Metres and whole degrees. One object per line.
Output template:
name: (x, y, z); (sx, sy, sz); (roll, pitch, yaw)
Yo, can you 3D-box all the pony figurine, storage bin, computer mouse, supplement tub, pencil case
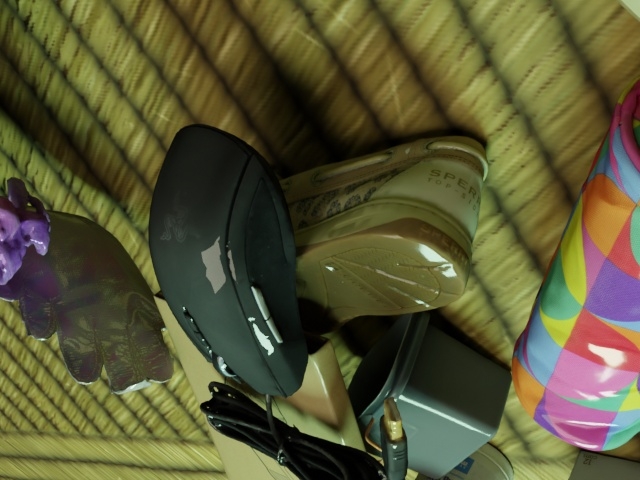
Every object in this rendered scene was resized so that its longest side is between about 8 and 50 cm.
pony figurine: (-0.301, -0.021, 0.800); (0.363, 0.302, 0.351); (89, 158, -51)
storage bin: (0.073, 0.124, 0.781); (0.091, 0.098, 0.135); (26, 145, -3)
computer mouse: (-0.030, 0.066, 0.649); (0.184, 0.060, 0.262); (25, 135, 33)
supplement tub: (0.100, 0.213, 0.837); (0.071, 0.107, 0.071); (22, 143, 18)
pencil case: (0.172, 0.020, 0.567); (0.104, 0.104, 0.236); (27, 145, 13)

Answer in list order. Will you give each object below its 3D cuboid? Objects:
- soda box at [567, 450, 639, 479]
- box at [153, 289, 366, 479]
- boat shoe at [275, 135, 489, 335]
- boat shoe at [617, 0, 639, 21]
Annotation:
soda box: (0.271, 0.211, 0.723); (0.216, 0.069, 0.074); (7, 135, 36)
box: (-0.033, 0.132, 0.789); (0.164, 0.021, 0.201); (15, 133, 40)
boat shoe: (0.000, 0.000, 0.715); (0.104, 0.089, 0.285); (39, 151, -30)
boat shoe: (0.113, -0.194, 0.352); (0.341, 0.122, 0.110); (49, 144, -15)
